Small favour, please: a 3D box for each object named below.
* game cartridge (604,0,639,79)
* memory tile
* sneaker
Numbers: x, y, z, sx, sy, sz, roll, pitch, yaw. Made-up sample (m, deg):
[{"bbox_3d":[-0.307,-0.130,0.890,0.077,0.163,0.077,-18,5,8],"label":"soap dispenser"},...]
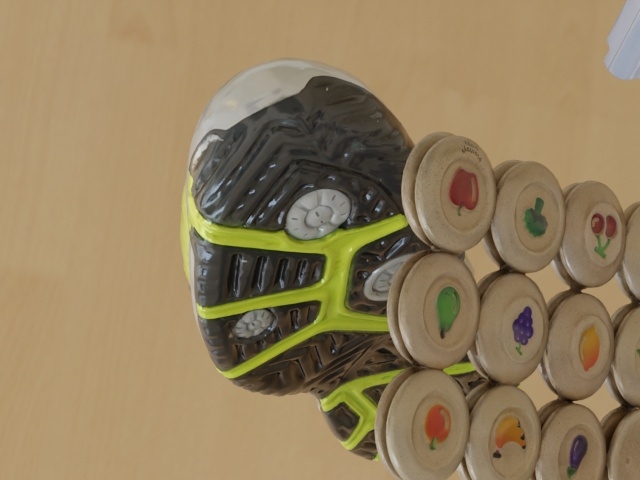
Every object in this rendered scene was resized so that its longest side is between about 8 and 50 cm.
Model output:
[{"bbox_3d":[0.129,-0.079,0.572,0.083,0.056,0.017,-21,62,-22],"label":"game cartridge"},{"bbox_3d":[0.075,0.032,0.625,0.148,0.012,0.113,14,81,-45],"label":"memory tile"},{"bbox_3d":[0.000,0.000,1.012,0.145,0.384,0.147,-25,64,1],"label":"sneaker"}]
